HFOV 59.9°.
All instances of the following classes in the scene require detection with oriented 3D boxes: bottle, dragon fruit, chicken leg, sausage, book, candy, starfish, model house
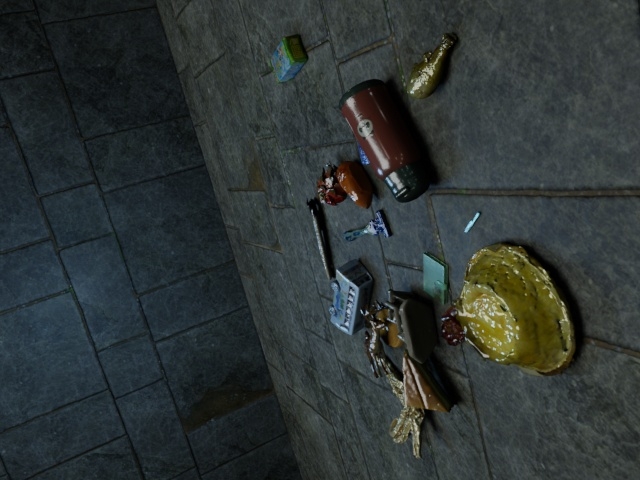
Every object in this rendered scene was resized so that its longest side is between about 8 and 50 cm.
[{"bbox_3d":[0.179,-0.261,1.508,0.335,0.144,0.144,65,157,11],"label":"bottle"},{"bbox_3d":[0.042,-0.190,1.923,0.130,0.121,0.142,36,123,2],"label":"dragon fruit"},{"bbox_3d":[0.260,-0.414,1.309,0.093,0.070,0.178,67,151,24],"label":"chicken leg"},{"bbox_3d":[0.114,-0.184,1.797,0.179,0.089,0.089,58,155,22],"label":"sausage"},{"bbox_3d":[0.337,0.113,1.626,0.103,0.017,0.134,40,143,51],"label":"book"},{"bbox_3d":[-0.116,-0.641,1.970,0.097,0.062,0.194,69,159,0],"label":"candy"},{"bbox_3d":[0.388,0.228,1.569,0.093,0.053,0.205,23,141,30],"label":"chicken leg"},{"bbox_3d":[0.297,0.552,2.004,0.324,0.083,0.431,-171,71,-73],"label":"starfish"},{"bbox_3d":[0.275,0.252,1.751,0.188,0.123,0.229,31,141,63],"label":"model house"}]

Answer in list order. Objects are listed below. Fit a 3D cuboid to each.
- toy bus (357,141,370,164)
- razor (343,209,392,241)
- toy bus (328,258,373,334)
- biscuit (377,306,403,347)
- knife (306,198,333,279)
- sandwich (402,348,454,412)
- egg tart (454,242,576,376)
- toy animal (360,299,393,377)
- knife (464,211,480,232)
[{"bbox_3d":[0.141,-0.302,1.670,0.051,0.061,0.152,12,118,58],"label":"toy bus"},{"bbox_3d":[0.137,-0.029,1.918,0.093,0.056,0.324,68,158,-1],"label":"razor"},{"bbox_3d":[0.117,0.225,2.120,0.136,0.109,0.329,41,147,30],"label":"toy bus"},{"bbox_3d":[0.247,0.304,1.952,0.221,0.029,0.141,154,106,-74],"label":"biscuit"},{"bbox_3d":[0.006,-0.001,2.260,0.089,0.043,0.364,-77,-25,-67],"label":"knife"},{"bbox_3d":[0.345,0.439,1.770,0.117,0.144,0.187,8,-100,-70],"label":"sandwich"},{"bbox_3d":[0.437,0.176,1.312,0.345,0.133,0.345,44,144,44],"label":"egg tart"},{"bbox_3d":[0.187,0.357,1.980,0.243,0.087,0.259,129,127,-67],"label":"toy animal"},{"bbox_3d":[0.383,-0.046,1.404,0.014,0.005,0.091,57,155,25],"label":"knife"}]
